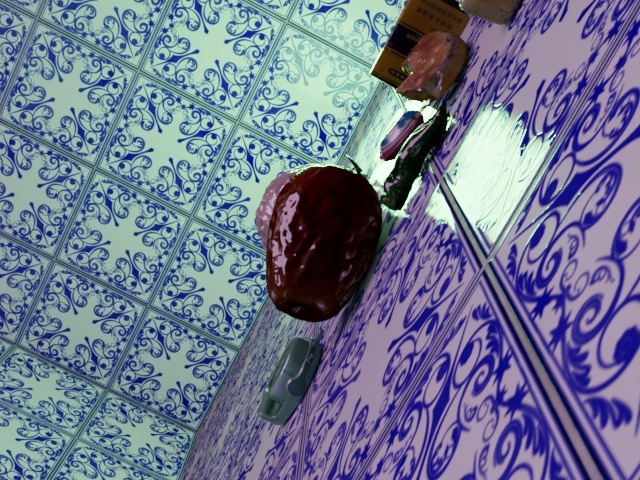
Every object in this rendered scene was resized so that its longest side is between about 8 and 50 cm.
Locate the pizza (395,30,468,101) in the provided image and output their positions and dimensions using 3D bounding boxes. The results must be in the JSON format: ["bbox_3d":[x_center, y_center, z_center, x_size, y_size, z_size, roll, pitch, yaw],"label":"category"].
[{"bbox_3d":[0.246,-0.363,1.830,0.161,0.085,0.305,-33,23,28],"label":"pizza"}]

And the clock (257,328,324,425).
[{"bbox_3d":[-0.053,0.266,1.766,0.211,0.066,0.159,-59,7,35],"label":"clock"}]

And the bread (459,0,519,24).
[{"bbox_3d":[0.304,-0.444,1.550,0.082,0.106,0.125,-61,7,28],"label":"bread"}]

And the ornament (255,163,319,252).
[{"bbox_3d":[-0.025,-0.042,1.984,0.259,0.259,0.225,-57,10,52],"label":"ornament"}]

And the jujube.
[{"bbox_3d":[0.000,0.000,1.710,0.223,0.223,0.318,126,162,-62],"label":"jujube"}]

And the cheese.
[{"bbox_3d":[0.202,-0.263,1.911,0.244,0.062,0.155,-52,7,1],"label":"cheese"}]

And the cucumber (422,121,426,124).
[{"bbox_3d":[0.198,-0.194,1.774,0.032,0.032,0.133,-66,5,-34],"label":"cucumber"}]

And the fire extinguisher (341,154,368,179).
[{"bbox_3d":[0.048,-0.105,2.431,0.269,0.104,0.105,-61,5,16],"label":"fire extinguisher"}]

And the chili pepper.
[{"bbox_3d":[0.179,-0.162,1.634,0.224,0.061,0.098,-63,-2,19],"label":"chili pepper"}]

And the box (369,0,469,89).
[{"bbox_3d":[0.242,-0.480,2.119,0.237,0.152,0.070,-61,5,14],"label":"box"}]

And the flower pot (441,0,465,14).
[{"bbox_3d":[0.314,-0.572,2.259,0.179,0.084,0.251,-61,6,21],"label":"flower pot"}]
